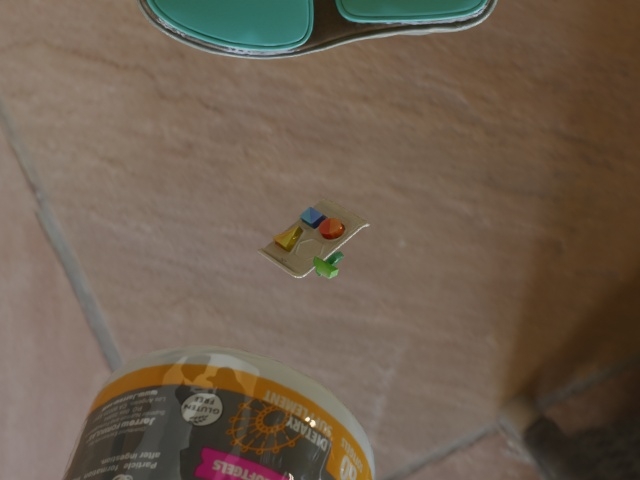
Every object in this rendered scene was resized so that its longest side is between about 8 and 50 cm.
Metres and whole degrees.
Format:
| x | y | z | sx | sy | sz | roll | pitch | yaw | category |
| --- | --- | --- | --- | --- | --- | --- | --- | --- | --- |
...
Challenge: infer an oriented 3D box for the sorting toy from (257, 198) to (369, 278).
| x | y | z | sx | sy | sz | roll | pitch | yaw | category |
| --- | --- | --- | --- | --- | --- | --- | --- | --- | --- |
| 0.000 | 0.000 | 1.151 | 0.062 | 0.083 | 0.012 | -36 | 120 | -13 | sorting toy |

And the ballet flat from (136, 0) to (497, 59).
| x | y | z | sx | sy | sz | roll | pitch | yaw | category |
| --- | --- | --- | --- | --- | --- | --- | --- | --- | --- |
| -0.004 | -0.142 | 1.040 | 0.213 | 0.068 | 0.072 | -3 | 98 | -12 | ballet flat |

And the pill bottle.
| x | y | z | sx | sy | sz | roll | pitch | yaw | category |
| --- | --- | --- | --- | --- | --- | --- | --- | --- | --- |
| -0.074 | 0.200 | 0.880 | 0.162 | 0.278 | 0.162 | 8 | 137 | 8 | pill bottle |
